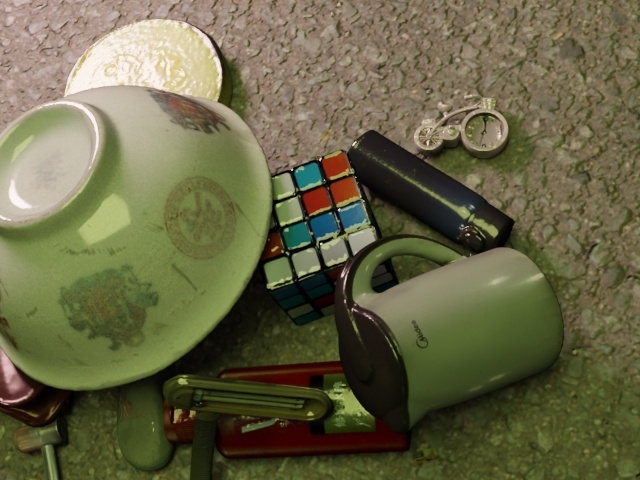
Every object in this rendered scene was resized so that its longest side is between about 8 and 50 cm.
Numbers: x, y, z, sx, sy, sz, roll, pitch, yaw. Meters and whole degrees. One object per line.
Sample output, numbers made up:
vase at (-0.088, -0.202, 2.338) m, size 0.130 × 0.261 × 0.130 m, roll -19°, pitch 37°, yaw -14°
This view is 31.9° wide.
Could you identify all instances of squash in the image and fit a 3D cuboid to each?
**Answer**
squash at (-0.256, -0.220, 1.674) m, size 0.252 × 0.049 × 0.252 m, roll -5°, pitch 64°, yaw 11°

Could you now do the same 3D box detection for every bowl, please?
bowl at (-0.293, -0.050, 1.393) m, size 0.435 × 0.196 × 0.434 m, roll -12°, pitch 57°, yaw 20°

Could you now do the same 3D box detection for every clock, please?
clock at (0.192, -0.153, 1.536) m, size 0.129 × 0.041 × 0.087 m, roll -5°, pitch 70°, yaw 6°

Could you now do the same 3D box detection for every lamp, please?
lamp at (-0.087, 0.304, 1.348) m, size 0.203 × 0.124 × 0.283 m, roll 1°, pitch 84°, yaw 1°

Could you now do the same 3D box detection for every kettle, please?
kettle at (0.131, 0.091, 1.322) m, size 0.236 × 0.161 × 0.221 m, roll -18°, pitch 75°, yaw -27°

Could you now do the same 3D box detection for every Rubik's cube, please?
Rubik's cube at (0.000, 0.000, 1.458) m, size 0.154 × 0.151 × 0.155 m, roll -21°, pitch 64°, yaw 6°

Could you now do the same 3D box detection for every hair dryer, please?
hair dryer at (-0.364, 0.297, 1.489) m, size 0.063 × 0.037 × 0.114 m, roll -17°, pitch 72°, yaw 6°

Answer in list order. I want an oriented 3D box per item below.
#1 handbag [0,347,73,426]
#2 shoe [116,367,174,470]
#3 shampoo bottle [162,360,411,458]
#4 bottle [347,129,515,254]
handbag at (-0.426, 0.100, 1.547) m, size 0.276 × 0.084 × 0.260 m, roll 21°, pitch 68°, yaw 25°
shoe at (-0.238, 0.201, 1.473) m, size 0.079 × 0.078 × 0.195 m, roll -9°, pitch 62°, yaw 9°
shampoo bottle at (-0.041, 0.214, 1.417) m, size 0.314 × 0.076 × 0.118 m, roll -4°, pitch 81°, yaw 12°
bottle at (0.143, -0.060, 1.489) m, size 0.244 × 0.072 × 0.082 m, roll 33°, pitch 36°, yaw 23°
